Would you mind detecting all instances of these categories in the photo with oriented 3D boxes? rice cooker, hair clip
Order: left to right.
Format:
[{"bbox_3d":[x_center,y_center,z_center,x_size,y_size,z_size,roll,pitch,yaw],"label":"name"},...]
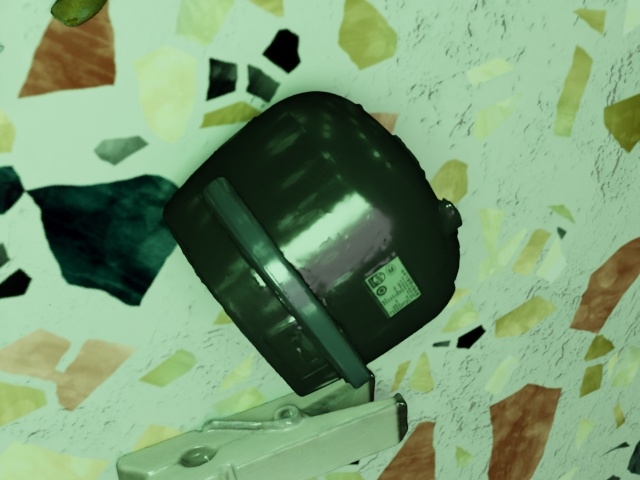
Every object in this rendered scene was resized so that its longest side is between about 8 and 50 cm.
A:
[{"bbox_3d":[-0.065,0.238,1.140,0.331,0.101,0.085,-16,127,-19],"label":"hair clip"},{"bbox_3d":[0.000,0.000,0.940,0.224,0.267,0.267,-36,129,-2],"label":"rice cooker"}]

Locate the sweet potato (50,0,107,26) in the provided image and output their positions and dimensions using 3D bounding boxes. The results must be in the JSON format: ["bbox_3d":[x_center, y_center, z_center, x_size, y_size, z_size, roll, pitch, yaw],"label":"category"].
[{"bbox_3d":[-0.137,-0.267,0.829,0.233,0.062,0.081,-35,129,-5],"label":"sweet potato"}]

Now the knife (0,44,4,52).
[{"bbox_3d":[-0.410,-0.179,0.740,0.343,0.027,0.061,12,107,-35],"label":"knife"}]
